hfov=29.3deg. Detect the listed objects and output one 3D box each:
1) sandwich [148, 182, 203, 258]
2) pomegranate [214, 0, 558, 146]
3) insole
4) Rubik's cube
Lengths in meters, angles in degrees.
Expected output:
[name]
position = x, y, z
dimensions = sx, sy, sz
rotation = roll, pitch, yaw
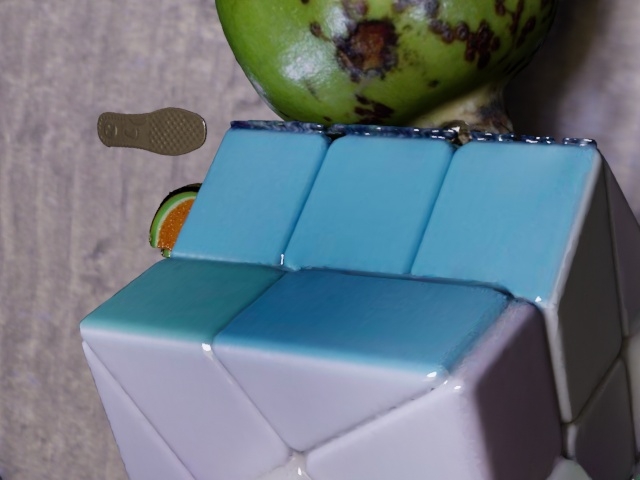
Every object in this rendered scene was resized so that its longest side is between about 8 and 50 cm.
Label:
[sandwich]
position = -0.115, -0.015, 1.109
dimensions = 0.069, 0.026, 0.101
rotation = 42, 123, 16
[pomegranate]
position = 0.052, -0.167, 0.831
dimensions = 0.254, 0.254, 0.270
rotation = -34, 77, 34
[insole]
position = -0.158, -0.102, 1.134
dimensions = 0.135, 0.002, 0.045
rotation = 6, 102, 34
[Rubik's cube]
position = 0.067, 0.112, 0.797
dimensions = 0.387, 0.358, 0.368
rotation = 7, 123, 36
